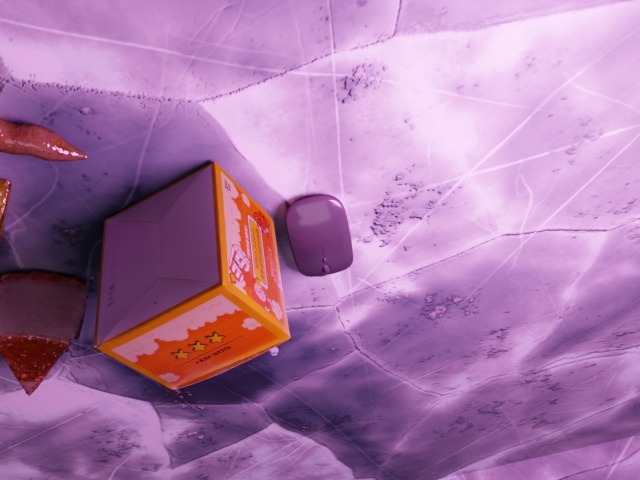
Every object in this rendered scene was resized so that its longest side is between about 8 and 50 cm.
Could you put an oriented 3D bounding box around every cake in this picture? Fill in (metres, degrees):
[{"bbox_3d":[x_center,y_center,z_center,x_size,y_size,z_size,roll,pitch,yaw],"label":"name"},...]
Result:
[{"bbox_3d":[-0.593,0.187,1.376,0.160,0.158,0.262,23,131,-28],"label":"cake"}]

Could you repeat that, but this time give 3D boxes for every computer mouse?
[{"bbox_3d":[0.000,0.001,1.362,0.120,0.057,0.232,-10,139,0],"label":"computer mouse"}]

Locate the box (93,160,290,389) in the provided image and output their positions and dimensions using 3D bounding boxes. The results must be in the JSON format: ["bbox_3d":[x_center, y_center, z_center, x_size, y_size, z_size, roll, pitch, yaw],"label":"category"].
[{"bbox_3d":[-0.222,0.067,1.216,0.259,0.283,0.214,-25,139,16],"label":"box"}]

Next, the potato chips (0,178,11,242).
[{"bbox_3d":[-0.622,0.046,1.269,0.057,0.080,0.407,18,132,-15],"label":"potato chips"}]

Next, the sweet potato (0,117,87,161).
[{"bbox_3d":[-0.474,-0.161,1.078,0.218,0.051,0.065,21,128,-31],"label":"sweet potato"}]

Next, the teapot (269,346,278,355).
[{"bbox_3d":[-0.202,0.188,1.475,0.232,0.159,0.159,17,139,9],"label":"teapot"}]
